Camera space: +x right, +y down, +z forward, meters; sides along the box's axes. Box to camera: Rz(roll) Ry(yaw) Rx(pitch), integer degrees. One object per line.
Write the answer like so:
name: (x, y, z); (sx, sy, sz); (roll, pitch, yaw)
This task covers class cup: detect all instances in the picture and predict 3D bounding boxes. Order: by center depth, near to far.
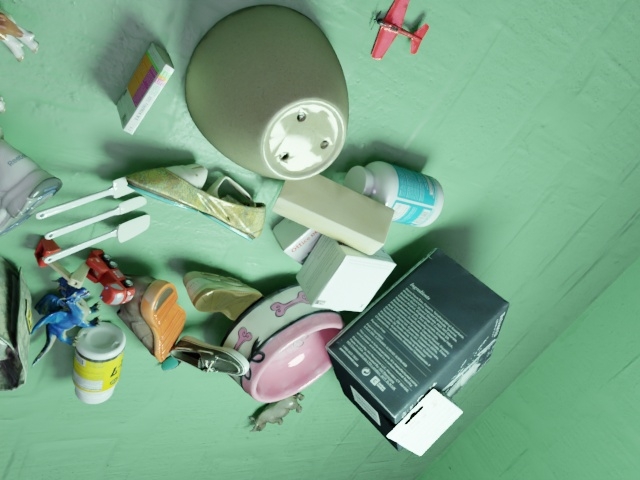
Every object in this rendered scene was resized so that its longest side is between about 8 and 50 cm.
cup: (-0.075, -0.252, 0.976); (0.331, 0.237, 0.331); (-16, 135, -16)

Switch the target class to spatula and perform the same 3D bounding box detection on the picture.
spatula: (-0.460, -0.043, 1.037); (0.242, 0.019, 0.168); (-33, 152, -43)

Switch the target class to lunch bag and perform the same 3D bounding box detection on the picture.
lunch bag: (-0.685, 0.142, 0.988); (0.169, 0.235, 0.287); (-31, 138, 1)

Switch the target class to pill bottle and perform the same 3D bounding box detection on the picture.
pill bottle: (-0.582, 0.323, 1.303); (0.119, 0.119, 0.208); (1, 129, -30)
pill bottle: (0.189, -0.124, 1.312); (0.264, 0.146, 0.146); (10, 123, -36)

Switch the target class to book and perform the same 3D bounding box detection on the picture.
book: (-0.323, -0.277, 0.911); (0.035, 0.096, 0.144); (24, 114, -43)

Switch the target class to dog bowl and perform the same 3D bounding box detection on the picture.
dog bowl: (-0.093, 0.321, 1.504); (0.408, 0.150, 0.408); (-27, 144, -22)

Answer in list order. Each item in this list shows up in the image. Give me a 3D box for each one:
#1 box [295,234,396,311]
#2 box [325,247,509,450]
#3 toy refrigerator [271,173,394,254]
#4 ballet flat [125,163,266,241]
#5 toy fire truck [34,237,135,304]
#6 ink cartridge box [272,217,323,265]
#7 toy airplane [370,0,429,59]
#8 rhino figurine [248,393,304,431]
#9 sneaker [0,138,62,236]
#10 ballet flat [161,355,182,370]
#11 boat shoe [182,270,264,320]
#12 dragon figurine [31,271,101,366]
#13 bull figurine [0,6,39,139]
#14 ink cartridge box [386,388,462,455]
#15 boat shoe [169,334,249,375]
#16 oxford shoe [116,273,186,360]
box: (0.064, 0.081, 1.311); (0.181, 0.119, 0.182); (11, 123, -38)
box: (0.309, 0.363, 1.605); (0.472, 0.297, 0.480); (-41, 149, -16)
toy refrigerator: (0.030, -0.071, 1.198); (0.269, 0.102, 0.094); (24, 156, -8)
ballet flat: (-0.258, -0.105, 1.112); (0.348, 0.123, 0.123); (26, 113, -42)
toy fire truck: (-0.515, 0.070, 1.093); (0.047, 0.192, 0.135); (-52, 162, 22)
ink cartridge box: (0.000, 0.000, 1.357); (0.160, 0.092, 0.219); (-41, 137, 9)
toy airplane: (0.174, -0.454, 1.085); (0.151, 0.028, 0.151); (-16, 134, -17)
rhino figurine: (-0.175, 0.651, 1.876); (0.243, 0.073, 0.106); (-36, 141, 6)
sneaker: (-0.586, -0.085, 0.904); (0.297, 0.111, 0.129); (-26, 109, 33)
ballet flat: (-0.419, 0.354, 1.486); (0.114, 0.041, 0.041); (-35, 137, 5)
boat shoe: (-0.254, 0.142, 1.344); (0.109, 0.098, 0.302); (-47, 154, 8)
dragon figurine: (-0.619, 0.180, 1.167); (0.289, 0.085, 0.144); (-33, 138, 15)
bull figurine: (-0.585, -0.257, 0.778); (0.188, 0.101, 0.310); (12, 128, -46)
ink cartridge box: (0.292, 0.508, 1.431); (0.189, 0.066, 0.232); (-46, 128, 1)
boat shoe: (-0.303, 0.327, 1.354); (0.219, 0.070, 0.078); (14, 117, 15)
oxford shoe: (-0.440, 0.196, 1.292); (0.132, 0.130, 0.364); (22, 140, 7)
